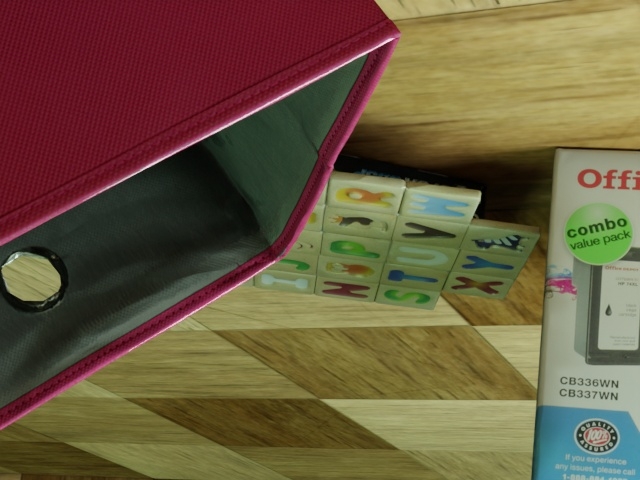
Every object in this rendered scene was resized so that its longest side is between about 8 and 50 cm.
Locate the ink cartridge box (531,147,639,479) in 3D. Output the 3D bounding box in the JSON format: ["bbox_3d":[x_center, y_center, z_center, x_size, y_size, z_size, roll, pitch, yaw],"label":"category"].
[{"bbox_3d":[0.273,0.090,1.055,0.198,0.270,0.197,3,158,11],"label":"ink cartridge box"}]

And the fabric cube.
[{"bbox_3d":[-0.164,-0.077,0.589,0.254,0.258,0.259,-31,168,-22],"label":"fabric cube"}]

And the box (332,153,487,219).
[{"bbox_3d":[0.027,-0.009,1.181,0.175,0.051,0.220,12,160,-12],"label":"box"}]

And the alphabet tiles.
[{"bbox_3d":[0.000,0.000,1.122,0.343,0.011,0.285,8,160,0],"label":"alphabet tiles"}]
